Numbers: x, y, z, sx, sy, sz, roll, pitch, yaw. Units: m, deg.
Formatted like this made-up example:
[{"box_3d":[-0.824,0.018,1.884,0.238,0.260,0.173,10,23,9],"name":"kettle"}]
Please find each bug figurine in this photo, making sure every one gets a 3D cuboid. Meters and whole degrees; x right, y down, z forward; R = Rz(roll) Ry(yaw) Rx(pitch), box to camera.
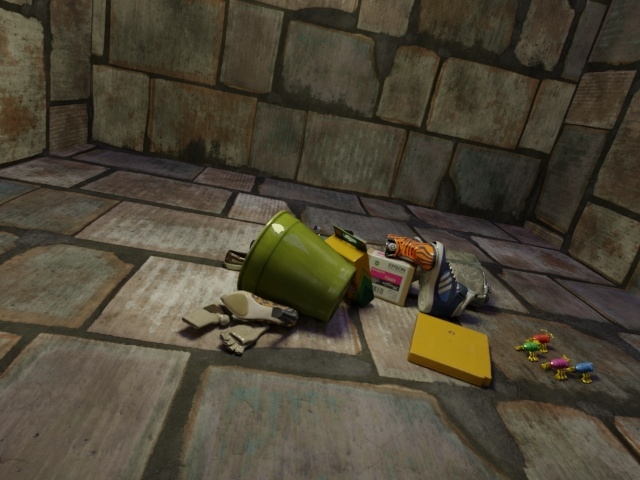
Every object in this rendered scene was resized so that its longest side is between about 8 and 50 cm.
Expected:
[{"box_3d":[0.921,0.450,1.671,0.216,0.072,0.279,1,22,-30],"name":"bug figurine"}]

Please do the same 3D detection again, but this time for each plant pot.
[{"box_3d":[-0.065,0.125,1.613,0.353,0.366,0.366,28,22,10],"name":"plant pot"}]

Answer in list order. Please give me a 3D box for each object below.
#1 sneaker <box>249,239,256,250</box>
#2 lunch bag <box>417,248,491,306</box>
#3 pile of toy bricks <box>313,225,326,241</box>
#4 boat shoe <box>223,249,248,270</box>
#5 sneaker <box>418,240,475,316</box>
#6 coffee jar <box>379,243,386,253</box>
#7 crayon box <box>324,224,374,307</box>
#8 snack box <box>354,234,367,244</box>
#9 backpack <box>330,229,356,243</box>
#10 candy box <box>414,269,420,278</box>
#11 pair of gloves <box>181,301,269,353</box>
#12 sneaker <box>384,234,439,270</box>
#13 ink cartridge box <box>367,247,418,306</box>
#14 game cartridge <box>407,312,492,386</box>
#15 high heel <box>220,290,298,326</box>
[{"box_3d":[-0.196,0.060,2.035,0.286,0.109,0.130,24,14,23],"name":"sneaker"},{"box_3d":[0.640,0.192,2.050,0.305,0.212,0.256,11,35,-1],"name":"lunch bag"},{"box_3d":[0.000,0.000,2.306,0.105,0.118,0.212,18,19,-6],"name":"pile of toy bricks"},{"box_3d":[-0.295,0.091,1.882,0.258,0.095,0.095,7,20,-16],"name":"boat shoe"},{"box_3d":[0.568,0.176,1.854,0.237,0.322,0.130,8,2,-11],"name":"sneaker"},{"box_3d":[0.403,0.055,2.431,0.079,0.096,0.184,23,22,21],"name":"coffee jar"},{"box_3d":[0.113,0.108,1.765,0.081,0.318,0.202,-33,40,-25],"name":"crayon box"},{"box_3d":[0.198,-0.002,2.551,0.100,0.037,0.141,-1,23,-39],"name":"snack box"},{"box_3d":[0.125,0.048,2.151,0.115,0.181,0.152,2,-15,-21],"name":"backpack"},{"box_3d":[0.411,0.175,2.021,0.105,0.027,0.206,7,-19,-11],"name":"candy box"},{"box_3d":[-0.314,0.282,1.410,0.240,0.042,0.204,23,16,13],"name":"pair of gloves"},{"box_3d":[0.375,0.052,1.820,0.180,0.124,0.321,6,8,-10],"name":"sneaker"},{"box_3d":[0.295,0.163,1.904,0.235,0.193,0.088,18,19,17],"name":"ink cartridge box"},{"box_3d":[0.483,0.400,1.582,0.286,0.052,0.324,17,22,14],"name":"game cartridge"},{"box_3d":[-0.211,0.247,1.494,0.261,0.093,0.186,11,-14,22],"name":"high heel"}]
